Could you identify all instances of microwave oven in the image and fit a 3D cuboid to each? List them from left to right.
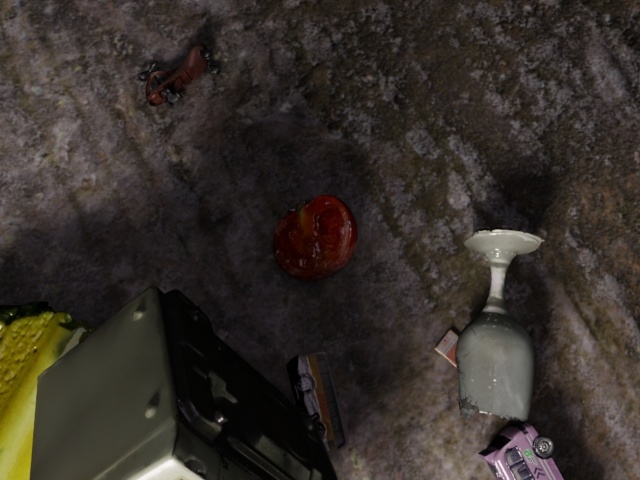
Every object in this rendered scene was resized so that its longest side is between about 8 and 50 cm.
[{"bbox_3d":[-0.144,0.305,0.942,0.247,0.333,0.394,-37,124,7],"label":"microwave oven"}]

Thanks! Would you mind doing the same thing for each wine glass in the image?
[{"bbox_3d":[0.300,0.142,1.208,0.143,0.143,0.321,8,72,-2],"label":"wine glass"}]

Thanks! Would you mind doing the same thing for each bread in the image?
[{"bbox_3d":[-0.475,0.281,1.081,0.251,0.208,0.376,22,72,20],"label":"bread"}]

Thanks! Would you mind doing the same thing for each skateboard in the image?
[{"bbox_3d":[-0.267,-0.310,1.328,0.151,0.067,0.080,-39,73,-8],"label":"skateboard"}]

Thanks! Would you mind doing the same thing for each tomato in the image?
[{"bbox_3d":[0.000,0.000,1.256,0.159,0.091,0.139,-29,69,16],"label":"tomato"}]

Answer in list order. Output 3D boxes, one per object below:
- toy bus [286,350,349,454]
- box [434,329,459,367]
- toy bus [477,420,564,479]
[{"bbox_3d":[-0.004,0.274,1.203,0.072,0.057,0.172,-12,78,-15],"label":"toy bus"},{"bbox_3d":[0.246,0.201,1.262,0.083,0.012,0.046,41,76,4],"label":"box"},{"bbox_3d":[0.351,0.404,1.180,0.108,0.096,0.199,-27,83,-6],"label":"toy bus"}]
